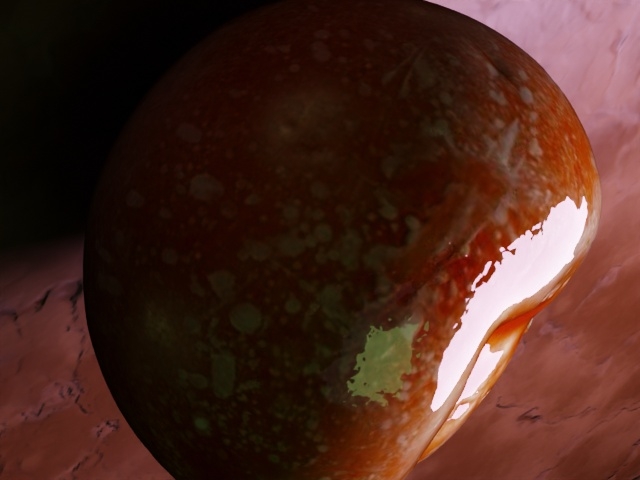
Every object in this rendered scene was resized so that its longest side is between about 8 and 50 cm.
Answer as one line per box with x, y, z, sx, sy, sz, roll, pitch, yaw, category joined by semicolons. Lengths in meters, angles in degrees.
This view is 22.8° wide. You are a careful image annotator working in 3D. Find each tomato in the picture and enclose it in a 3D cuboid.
0.000;0.000;0.793;0.270;0.222;0.270;-47;170;-11;tomato
